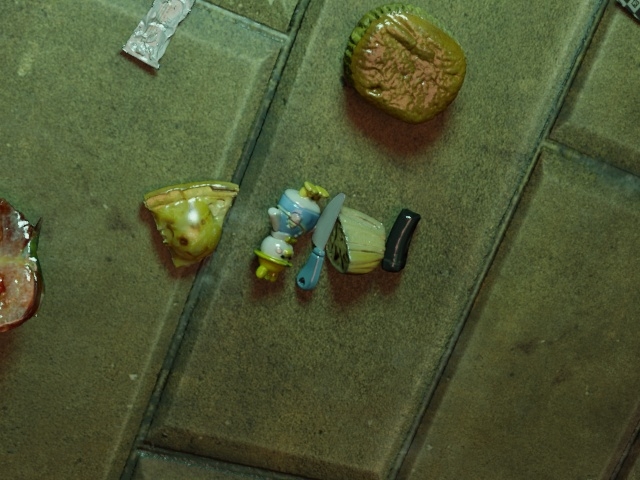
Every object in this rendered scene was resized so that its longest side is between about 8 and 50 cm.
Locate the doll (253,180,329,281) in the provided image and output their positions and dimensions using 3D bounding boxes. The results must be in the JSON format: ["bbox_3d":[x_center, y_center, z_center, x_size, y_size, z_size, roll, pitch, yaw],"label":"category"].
[{"bbox_3d":[-0.073,-0.020,1.855,0.098,0.135,0.241,27,98,7],"label":"doll"}]

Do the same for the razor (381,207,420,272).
[{"bbox_3d":[0.184,-0.001,1.939,0.054,0.090,0.148,20,104,13],"label":"razor"}]

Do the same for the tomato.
[{"bbox_3d":[-0.688,0.063,1.668,0.308,0.170,0.309,2,72,-6],"label":"tomato"}]

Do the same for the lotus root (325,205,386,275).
[{"bbox_3d":[0.077,0.014,1.918,0.135,0.095,0.159,13,63,-24],"label":"lotus root"}]

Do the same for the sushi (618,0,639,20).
[{"bbox_3d":[0.775,-0.611,1.943,0.139,0.031,0.201,30,100,-23],"label":"sushi"}]

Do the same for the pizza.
[{"bbox_3d":[-0.257,-0.040,1.804,0.204,0.080,0.188,-19,112,-11],"label":"pizza"}]

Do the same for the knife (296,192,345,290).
[{"bbox_3d":[-0.001,0.000,1.903,0.032,0.058,0.244,6,109,-43],"label":"knife"}]

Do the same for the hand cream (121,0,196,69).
[{"bbox_3d":[-0.295,-0.468,1.673,0.084,0.050,0.257,31,103,-20],"label":"hand cream"}]

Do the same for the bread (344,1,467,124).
[{"bbox_3d":[0.179,-0.378,1.789,0.253,0.142,0.227,34,103,-25],"label":"bread"}]
